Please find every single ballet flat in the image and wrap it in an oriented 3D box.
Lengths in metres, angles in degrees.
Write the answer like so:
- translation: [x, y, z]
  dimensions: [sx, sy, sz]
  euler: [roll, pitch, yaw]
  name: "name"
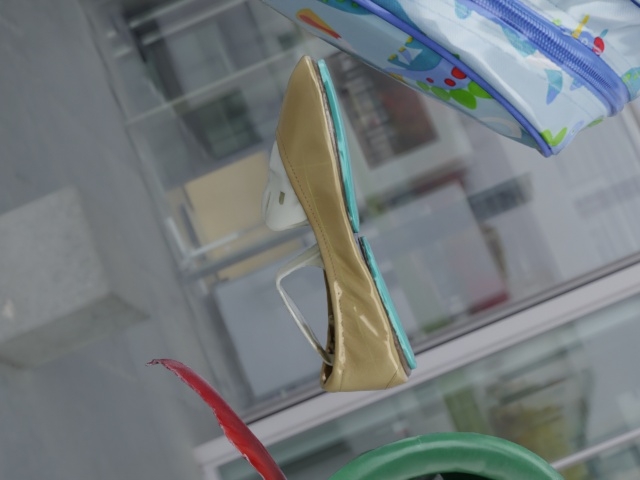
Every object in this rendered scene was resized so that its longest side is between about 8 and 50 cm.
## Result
- translation: [0.000, 0.000, 0.844]
  dimensions: [0.080, 0.073, 0.232]
  euler: [-98, 171, -70]
  name: "ballet flat"

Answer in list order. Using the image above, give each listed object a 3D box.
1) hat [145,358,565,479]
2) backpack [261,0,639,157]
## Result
- translation: [0.033, 0.149, 0.727]
  dimensions: [0.183, 0.173, 0.208]
  euler: [-139, -153, -71]
  name: "hat"
- translation: [0.024, -0.194, 0.544]
  dimensions: [0.290, 0.355, 0.273]
  euler: [-130, -126, -76]
  name: "backpack"
